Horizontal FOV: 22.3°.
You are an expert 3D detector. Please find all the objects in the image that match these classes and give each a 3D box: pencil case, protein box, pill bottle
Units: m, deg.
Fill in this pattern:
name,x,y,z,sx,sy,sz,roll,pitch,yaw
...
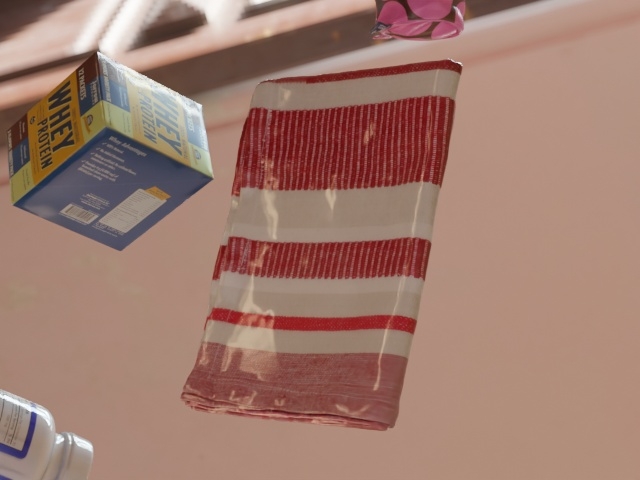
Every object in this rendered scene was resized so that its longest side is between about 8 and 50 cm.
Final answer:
name,x,y,z,sx,sy,sz,roll,pitch,yaw
pencil case,0.091,-0.307,1.642,0.095,0.098,0.209,4,83,-39
protein box,-0.291,-0.118,2.237,0.199,0.201,0.136,25,40,-41
pill bottle,-0.444,0.267,2.128,0.272,0.152,0.152,26,38,-23

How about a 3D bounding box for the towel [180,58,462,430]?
name,x,y,z,sx,sy,sz,roll,pitch,yaw
towel,0.000,0.000,1.439,0.037,0.237,0.329,27,69,-46
